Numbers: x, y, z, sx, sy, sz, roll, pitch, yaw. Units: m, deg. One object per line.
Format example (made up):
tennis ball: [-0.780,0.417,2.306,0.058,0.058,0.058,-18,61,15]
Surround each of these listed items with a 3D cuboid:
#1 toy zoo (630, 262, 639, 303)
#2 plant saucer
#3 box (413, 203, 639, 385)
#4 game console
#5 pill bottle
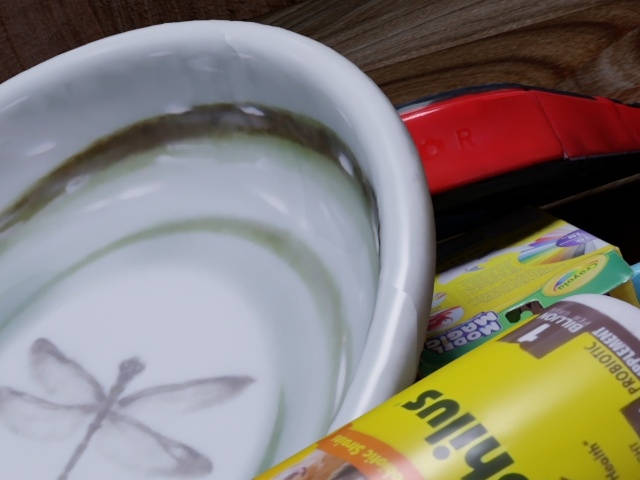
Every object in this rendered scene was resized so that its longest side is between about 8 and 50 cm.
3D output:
toy zoo: [0.143,0.052,0.838,0.293,0.030,0.192,-22,13,12]
plant saucer: [-0.112,0.082,0.831,0.400,0.100,0.400,-21,43,21]
box: [0.083,0.031,0.871,0.105,0.043,0.179,-25,9,-3]
game console: [0.000,0.000,1.080,0.386,0.060,0.342,-19,-8,26]
pill bottle: [0.031,0.113,0.600,0.215,0.117,0.117,-29,13,-18]
